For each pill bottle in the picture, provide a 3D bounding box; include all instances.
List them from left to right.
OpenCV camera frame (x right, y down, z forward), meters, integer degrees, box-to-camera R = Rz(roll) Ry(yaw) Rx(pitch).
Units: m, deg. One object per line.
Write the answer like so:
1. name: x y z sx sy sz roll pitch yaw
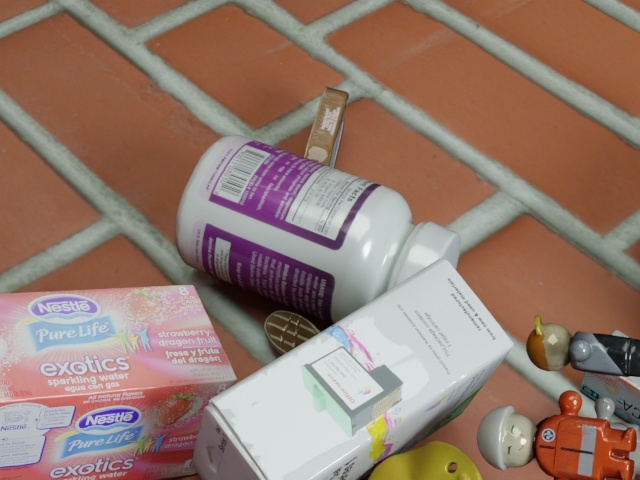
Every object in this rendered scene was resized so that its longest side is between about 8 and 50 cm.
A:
1. pill bottle: 0.000 0.000 1.396 0.301 0.169 0.169 21 48 16

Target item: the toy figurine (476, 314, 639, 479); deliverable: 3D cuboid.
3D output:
1. toy figurine: 0.246 0.201 1.189 0.148 0.213 0.209 4 40 24

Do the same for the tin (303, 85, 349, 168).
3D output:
1. tin: 0.004 -0.118 1.555 0.040 0.106 0.190 10 46 6

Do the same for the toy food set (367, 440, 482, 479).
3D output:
1. toy food set: 0.088 0.302 1.159 0.128 0.071 0.218 20 76 36

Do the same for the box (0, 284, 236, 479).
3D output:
1. box: -0.256 0.147 1.193 0.299 0.154 0.142 -2 43 -30

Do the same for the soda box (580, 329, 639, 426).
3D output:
1. soda box: 0.377 0.178 1.316 0.183 0.063 0.058 34 54 26

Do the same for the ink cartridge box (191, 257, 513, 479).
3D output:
1. ink cartridge box: 0.026 0.164 1.187 0.278 0.201 0.117 -30 72 -22

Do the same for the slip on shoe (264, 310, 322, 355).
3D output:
1. slip on shoe: -0.005 0.126 1.361 0.135 0.041 0.051 25 63 23
